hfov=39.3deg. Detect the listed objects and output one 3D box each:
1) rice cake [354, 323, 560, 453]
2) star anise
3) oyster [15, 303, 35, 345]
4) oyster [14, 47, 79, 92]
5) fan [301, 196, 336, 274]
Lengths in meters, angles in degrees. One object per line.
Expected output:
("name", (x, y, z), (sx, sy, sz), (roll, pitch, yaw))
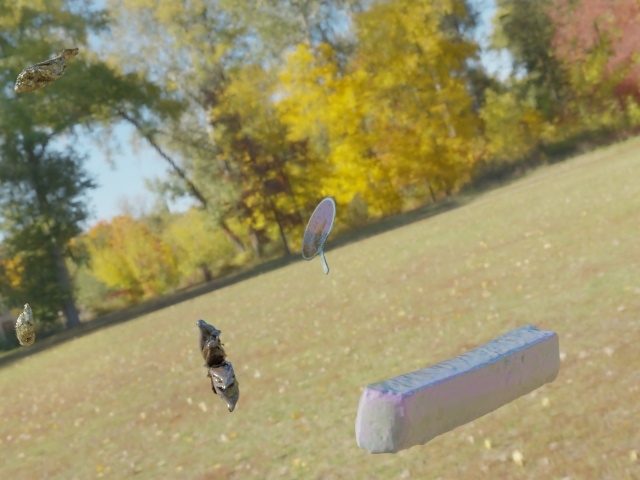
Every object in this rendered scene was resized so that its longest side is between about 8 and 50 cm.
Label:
("rice cake", (0.164, 0.157, 0.977), (0.056, 0.072, 0.365), (10, 13, 42))
("star anise", (-0.215, 0.286, 1.956), (0.063, 0.208, 0.172), (-19, 45, -14))
("oyster", (-0.615, 0.185, 1.910), (0.038, 0.080, 0.083), (7, -22, 14))
("oyster", (-0.626, -0.387, 2.043), (0.105, 0.056, 0.177), (-1, 33, 41))
("fan", (0.000, 0.000, 1.076), (0.085, 0.005, 0.133), (-57, 24, 28))
